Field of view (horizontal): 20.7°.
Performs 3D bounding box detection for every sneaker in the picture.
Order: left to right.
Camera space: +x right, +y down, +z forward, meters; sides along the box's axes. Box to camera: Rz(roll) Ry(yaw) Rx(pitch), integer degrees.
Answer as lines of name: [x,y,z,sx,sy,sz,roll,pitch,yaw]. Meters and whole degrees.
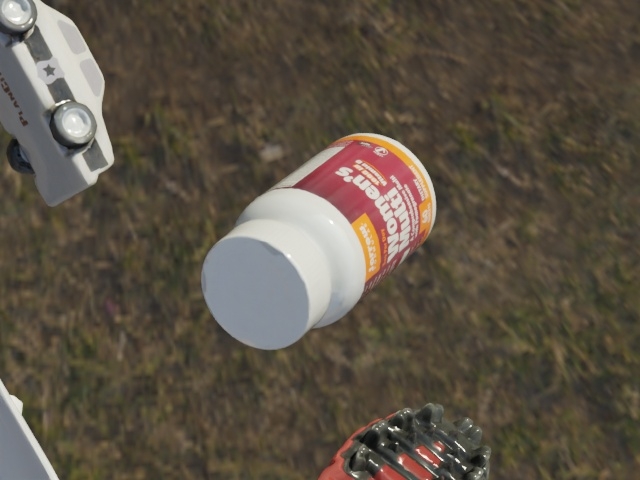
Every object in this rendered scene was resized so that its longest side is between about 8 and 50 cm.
sneaker: [0.021,0.218,1.246,0.097,0.276,0.135,38,133,14]

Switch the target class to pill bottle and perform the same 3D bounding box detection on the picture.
pill bottle: [0.000,0.000,1.459,0.121,0.221,0.121,12,118,24]

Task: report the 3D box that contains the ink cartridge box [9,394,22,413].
ink cartridge box: [-0.289,0.222,1.009,0.198,0.273,0.115,9,151,-11]

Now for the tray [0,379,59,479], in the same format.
tray: [-0.239,0.080,0.919,0.145,0.270,0.030,-41,148,7]

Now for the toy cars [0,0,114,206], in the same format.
toy cars: [-0.282,-0.185,1.391,0.087,0.394,0.176,-32,146,-33]
